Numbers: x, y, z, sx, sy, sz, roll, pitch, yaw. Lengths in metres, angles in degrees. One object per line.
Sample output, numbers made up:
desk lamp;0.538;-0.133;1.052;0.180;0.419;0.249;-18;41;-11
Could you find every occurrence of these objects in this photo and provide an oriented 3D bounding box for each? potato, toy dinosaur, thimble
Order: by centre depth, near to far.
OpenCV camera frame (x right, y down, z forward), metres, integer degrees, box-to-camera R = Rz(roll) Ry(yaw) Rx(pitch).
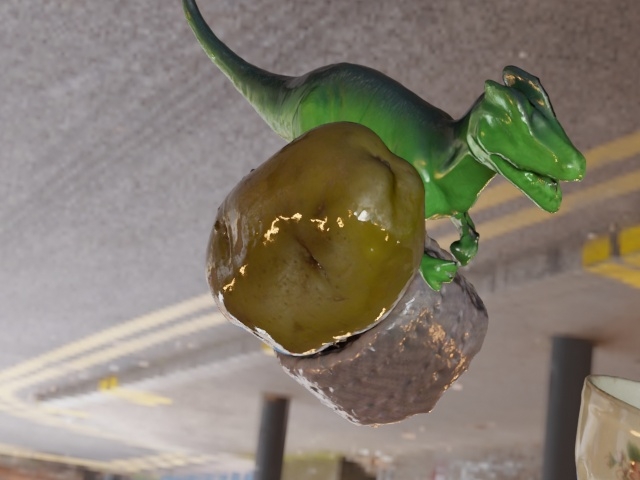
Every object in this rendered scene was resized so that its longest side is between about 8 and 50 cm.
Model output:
potato;-0.002;0.002;1.072;0.154;0.137;0.200;35;125;-19
toy dinosaur;0.011;-0.157;1.253;0.144;0.500;0.374;-24;161;-31
thimble;0.078;0.109;1.672;0.245;0.217;0.157;-39;124;13

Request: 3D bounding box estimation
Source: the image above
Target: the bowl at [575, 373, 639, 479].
bowl;0.343;0.226;1.158;0.277;0.145;0.277;18;-178;-1
